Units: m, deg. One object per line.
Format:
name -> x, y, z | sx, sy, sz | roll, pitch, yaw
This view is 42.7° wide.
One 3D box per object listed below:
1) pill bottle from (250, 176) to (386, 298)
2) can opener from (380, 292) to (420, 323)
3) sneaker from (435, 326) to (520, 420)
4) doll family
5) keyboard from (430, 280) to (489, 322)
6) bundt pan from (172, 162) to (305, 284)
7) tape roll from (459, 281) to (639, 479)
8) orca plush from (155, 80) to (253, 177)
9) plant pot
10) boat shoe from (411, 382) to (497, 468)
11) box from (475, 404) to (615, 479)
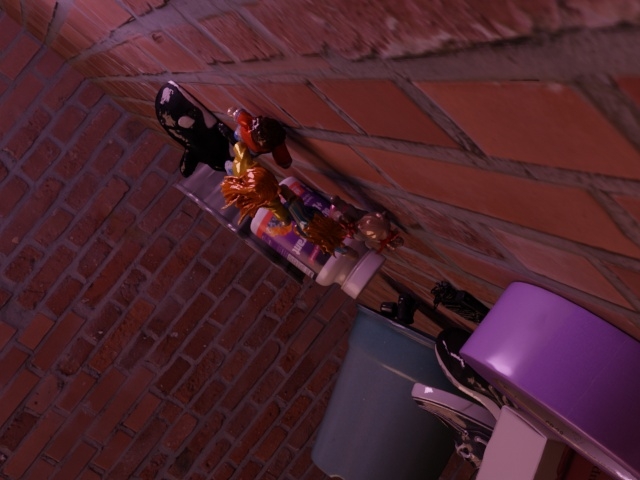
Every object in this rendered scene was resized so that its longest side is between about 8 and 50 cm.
pill bottle -> 0.000, 0.000, 1.237 | 0.193, 0.108, 0.108 | 37, 176, 7
can opener -> 0.172, 0.136, 1.652 | 0.073, 0.059, 0.186 | 19, 176, 18
sneaker -> 0.317, 0.233, 1.394 | 0.283, 0.107, 0.124 | 46, 149, 27
doll family -> -0.029, -0.039, 0.960 | 0.263, 0.118, 0.163 | 39, 176, -14
keyboard -> 0.195, 0.100, 1.169 | 0.100, 0.038, 0.192 | 38, 175, 2
bundt pan -> -0.132, -0.057, 1.658 | 0.331, 0.124, 0.331 | 37, 177, 2
tape roll -> 0.269, 0.157, 0.778 | 0.275, 0.090, 0.275 | 38, 177, 3
orca plush -> -0.207, -0.154, 1.358 | 0.151, 0.102, 0.287 | 37, 176, 12
plant pot -> 0.159, 0.348, 1.685 | 0.341, 0.334, 0.341 | 25, 178, 1
boat shoe -> 0.290, 0.359, 1.474 | 0.301, 0.102, 0.108 | 28, 171, 0
box -> 0.370, 0.356, 1.213 | 0.232, 0.148, 0.127 | 17, -175, -19
